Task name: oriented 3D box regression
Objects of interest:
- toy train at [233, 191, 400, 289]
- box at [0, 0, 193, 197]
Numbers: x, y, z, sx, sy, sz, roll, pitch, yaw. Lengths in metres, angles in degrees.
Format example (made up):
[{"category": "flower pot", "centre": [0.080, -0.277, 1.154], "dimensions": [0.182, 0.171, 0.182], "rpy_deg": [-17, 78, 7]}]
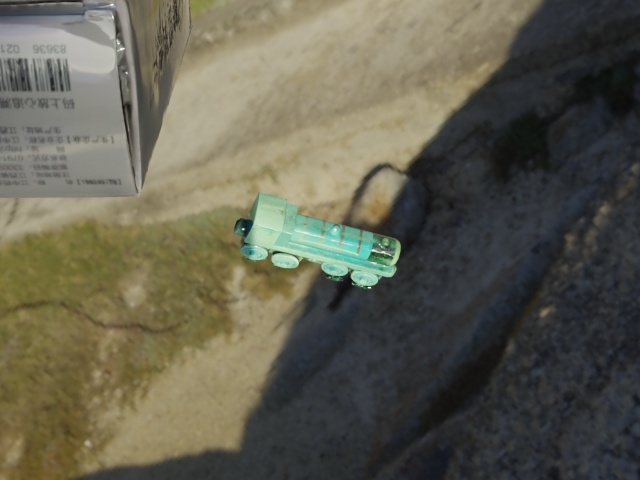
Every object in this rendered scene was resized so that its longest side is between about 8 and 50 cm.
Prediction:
[{"category": "toy train", "centre": [0.000, 0.000, 0.631], "dimensions": [0.045, 0.092, 0.029], "rpy_deg": [126, 156, -61]}, {"category": "box", "centre": [-0.198, -0.163, 0.857], "dimensions": [0.173, 0.145, 0.333], "rpy_deg": [-1, 31, 2]}]
